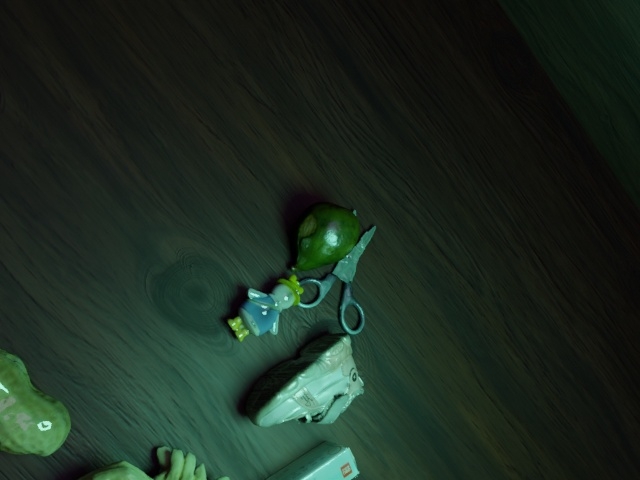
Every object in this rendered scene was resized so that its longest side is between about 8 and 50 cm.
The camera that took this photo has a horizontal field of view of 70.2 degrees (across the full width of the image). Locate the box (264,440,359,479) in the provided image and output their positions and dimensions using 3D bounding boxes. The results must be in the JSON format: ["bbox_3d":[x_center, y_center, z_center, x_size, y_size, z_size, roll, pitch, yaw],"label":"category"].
[{"bbox_3d":[-0.041,0.633,1.191,0.269,0.135,0.079,-21,88,-30],"label":"box"}]

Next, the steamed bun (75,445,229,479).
[{"bbox_3d":[-0.338,0.634,1.034,0.247,0.189,0.428,-38,93,1],"label":"steamed bun"}]

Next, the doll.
[{"bbox_3d":[-0.143,0.184,1.273,0.241,0.099,0.135,-36,72,-31],"label":"doll"}]

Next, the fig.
[{"bbox_3d":[0.000,0.000,1.361,0.195,0.195,0.245,27,101,-19],"label":"fig"}]

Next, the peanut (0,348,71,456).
[{"bbox_3d":[-0.664,0.331,0.946,0.313,0.149,0.149,49,61,-9],"label":"peanut"}]

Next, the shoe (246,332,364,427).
[{"bbox_3d":[-0.021,0.414,1.237,0.350,0.171,0.198,-31,96,-28],"label":"shoe"}]

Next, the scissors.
[{"bbox_3d":[0.079,0.081,1.451,0.255,0.029,0.384,29,67,-16],"label":"scissors"}]
